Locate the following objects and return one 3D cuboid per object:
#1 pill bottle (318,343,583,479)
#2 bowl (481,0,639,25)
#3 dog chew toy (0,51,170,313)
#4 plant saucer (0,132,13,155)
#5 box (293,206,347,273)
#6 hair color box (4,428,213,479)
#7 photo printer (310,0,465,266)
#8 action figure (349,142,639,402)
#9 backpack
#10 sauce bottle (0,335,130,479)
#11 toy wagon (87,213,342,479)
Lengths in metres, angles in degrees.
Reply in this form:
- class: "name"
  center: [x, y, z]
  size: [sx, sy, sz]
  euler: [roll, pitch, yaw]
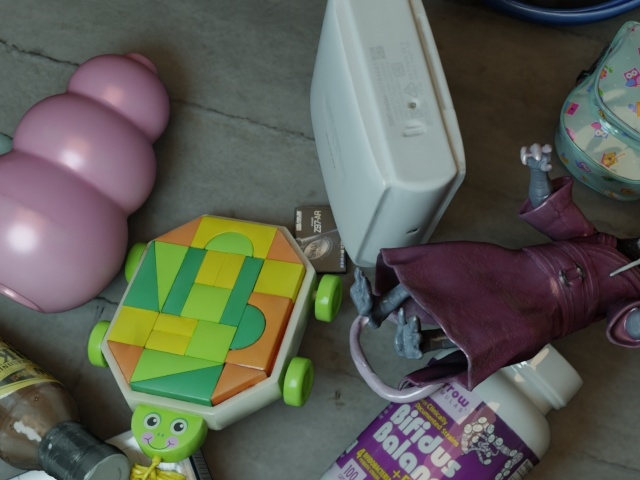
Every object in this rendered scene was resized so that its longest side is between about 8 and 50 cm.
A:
- class: "pill bottle"
  center: [0.153, 0.230, 1.300]
  size: [0.169, 0.169, 0.301]
  euler: [43, 86, 9]
- class: "bowl"
  center: [0.311, -0.459, 1.443]
  size: [0.391, 0.077, 0.391]
  euler: [-1, 81, 4]
- class: "dog chew toy"
  center: [-0.294, -0.082, 1.372]
  size: [0.206, 0.206, 0.332]
  euler: [25, 75, 8]
- class: "plant saucer"
  center: [-0.452, -0.053, 1.456]
  size: [0.195, 0.037, 0.195]
  euler: [-1, 81, 5]
- class: "box"
  center: [0.000, 0.000, 1.423]
  size: [0.067, 0.018, 0.083]
  euler: [1, 81, 4]
- class: "hair color box"
  center: [-0.293, 0.348, 1.345]
  size: [0.347, 0.105, 0.174]
  euler: [-22, 77, 0]
- class: "photo printer"
  center: [0.063, -0.118, 1.289]
  size: [0.107, 0.307, 0.256]
  euler: [-11, 73, -9]
- class: "action figure"
  center: [0.238, 0.067, 1.189]
  size: [0.370, 0.276, 0.248]
  euler: [-13, 56, -17]
- class: "backpack"
  center: [0.374, -0.149, 1.355]
  size: [0.166, 0.144, 0.188]
  euler: [38, 87, 8]
- class: "sauce bottle"
  center: [-0.354, 0.191, 1.313]
  size: [0.344, 0.111, 0.111]
  euler: [28, 84, 31]
- class: "toy wagon"
  center: [-0.135, 0.122, 1.321]
  size: [0.267, 0.068, 0.344]
  euler: [9, 54, 16]
